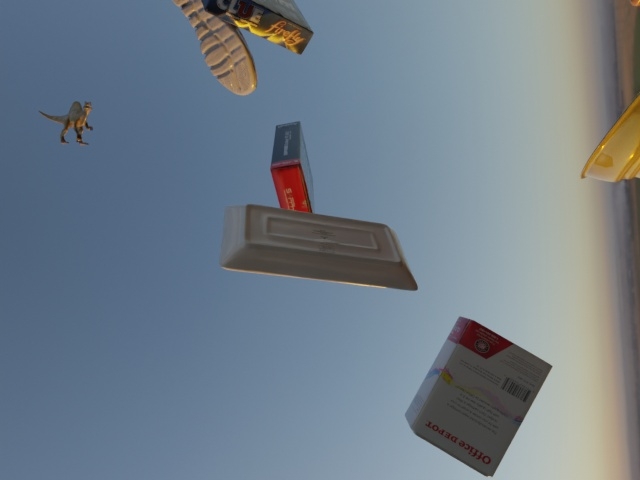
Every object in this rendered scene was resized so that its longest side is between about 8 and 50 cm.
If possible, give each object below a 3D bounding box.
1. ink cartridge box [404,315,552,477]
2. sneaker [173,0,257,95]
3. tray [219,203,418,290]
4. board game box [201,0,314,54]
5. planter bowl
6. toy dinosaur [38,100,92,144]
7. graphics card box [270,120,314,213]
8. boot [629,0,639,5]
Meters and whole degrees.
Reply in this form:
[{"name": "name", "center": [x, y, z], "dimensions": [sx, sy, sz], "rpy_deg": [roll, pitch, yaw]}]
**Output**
[{"name": "ink cartridge box", "center": [0.218, 0.215, 0.649], "dimensions": [0.175, 0.128, 0.072], "rpy_deg": [-59, -4, -3]}, {"name": "sneaker", "center": [-0.215, -0.520, 1.082], "dimensions": [0.321, 0.125, 0.180], "rpy_deg": [63, -143, -26]}, {"name": "tray", "center": [0.000, 0.000, 0.642], "dimensions": [0.145, 0.271, 0.030], "rpy_deg": [-100, 21, -52]}, {"name": "board game box", "center": [-0.122, -0.403, 0.717], "dimensions": [0.165, 0.042, 0.243], "rpy_deg": [8, -134, -39]}, {"name": "planter bowl", "center": [0.378, -0.125, 0.458], "dimensions": [0.217, 0.090, 0.217], "rpy_deg": [-36, -25, -20]}, {"name": "toy dinosaur", "center": [-0.546, -0.259, 1.006], "dimensions": [0.053, 0.183, 0.092], "rpy_deg": [-5, -86, -59]}, {"name": "graphics card box", "center": [-0.080, -0.200, 1.418], "dimensions": [0.370, 0.094, 0.232], "rpy_deg": [-92, -9, -56]}, {"name": "boot", "center": [0.482, -0.392, 0.630], "dimensions": [0.197, 0.073, 0.152], "rpy_deg": [-55, -9, -24]}]
